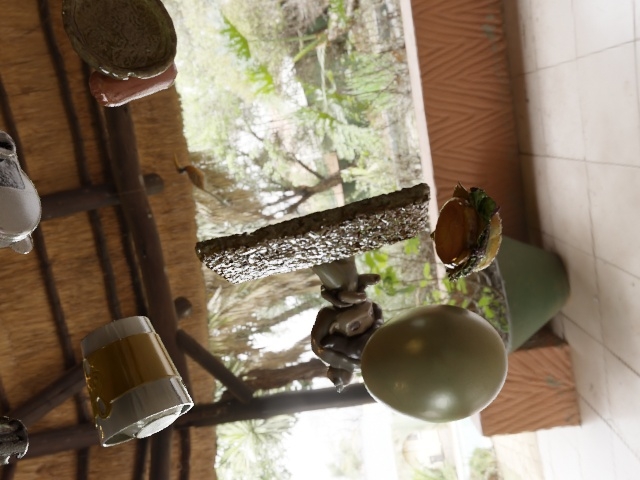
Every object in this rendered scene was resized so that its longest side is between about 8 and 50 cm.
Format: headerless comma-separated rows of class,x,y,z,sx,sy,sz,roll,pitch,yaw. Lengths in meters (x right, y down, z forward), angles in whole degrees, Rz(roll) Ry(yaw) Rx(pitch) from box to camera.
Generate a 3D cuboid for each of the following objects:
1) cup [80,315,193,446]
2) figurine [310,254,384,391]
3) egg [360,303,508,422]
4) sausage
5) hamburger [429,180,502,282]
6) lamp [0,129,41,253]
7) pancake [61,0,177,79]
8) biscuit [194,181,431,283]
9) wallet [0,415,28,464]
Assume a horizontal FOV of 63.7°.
cup,-0.404,0.302,1.078,0.185,0.241,0.226,-6,-117,-49
figurine,0.063,0.190,1.365,0.248,0.203,0.381,-36,-60,-48
egg,0.178,0.199,0.834,0.186,0.241,0.186,38,-138,-44
sausage,-0.375,-0.329,1.044,0.194,0.077,0.077,-37,-53,-37
hamburger,0.282,-0.013,0.973,0.190,0.093,0.164,110,159,-49
lamp,-0.607,-0.093,0.926,0.179,0.107,0.246,19,-126,-76
pancake,-0.349,-0.374,0.905,0.021,0.199,0.199,-12,87,59
biscuit,0.000,0.000,0.527,0.131,0.230,0.025,64,-168,-73
wallet,-0.610,0.302,0.759,0.221,0.262,0.072,20,-112,-59
